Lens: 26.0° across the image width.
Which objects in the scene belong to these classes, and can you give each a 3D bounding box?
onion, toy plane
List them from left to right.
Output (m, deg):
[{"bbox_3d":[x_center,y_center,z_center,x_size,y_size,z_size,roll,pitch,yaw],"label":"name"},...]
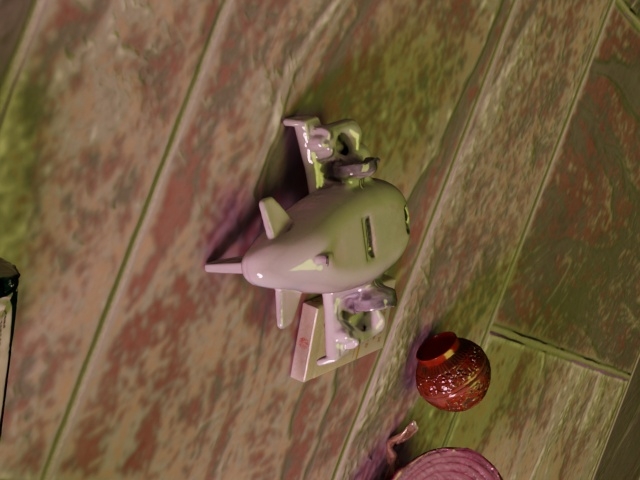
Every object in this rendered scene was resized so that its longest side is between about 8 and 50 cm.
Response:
[{"bbox_3d":[0.004,0.000,1.368,0.252,0.118,0.252,1,89,-55],"label":"toy plane"},{"bbox_3d":[0.137,0.366,1.767,0.201,0.200,0.207,76,31,-45],"label":"onion"}]

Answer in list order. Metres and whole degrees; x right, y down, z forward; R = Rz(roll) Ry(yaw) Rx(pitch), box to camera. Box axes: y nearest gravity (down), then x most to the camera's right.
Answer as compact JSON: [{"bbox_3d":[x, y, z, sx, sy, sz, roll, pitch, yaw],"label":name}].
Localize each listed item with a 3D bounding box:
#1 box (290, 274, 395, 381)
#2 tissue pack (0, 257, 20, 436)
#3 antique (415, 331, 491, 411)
[{"bbox_3d":[0.028,0.097,1.559,0.167,0.024,0.090,-16,121,-54],"label":"box"},{"bbox_3d":[-0.279,0.092,0.982,0.103,0.090,0.170,-12,120,-56],"label":"tissue pack"},{"bbox_3d":[0.170,0.172,1.767,0.104,0.104,0.104,-37,137,-44],"label":"antique"}]
